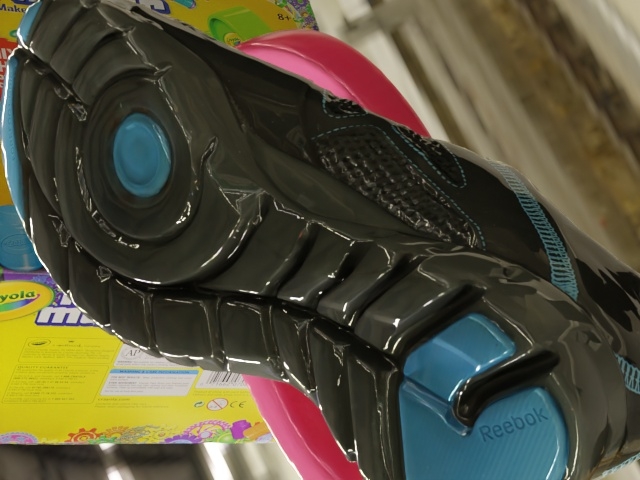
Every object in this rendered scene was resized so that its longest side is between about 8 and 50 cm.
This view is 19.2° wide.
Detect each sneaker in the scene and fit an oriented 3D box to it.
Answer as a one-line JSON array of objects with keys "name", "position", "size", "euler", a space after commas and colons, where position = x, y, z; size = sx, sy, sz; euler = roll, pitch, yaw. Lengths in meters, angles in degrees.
[{"name": "sneaker", "position": [0.000, 0.000, 0.783], "size": [0.341, 0.125, 0.139], "euler": [36, -149, 30]}]

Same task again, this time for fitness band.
[{"name": "fitness band", "position": [0.010, 0.030, 1.011], "size": [0.209, 0.054, 0.291], "euler": [-25, 89, 56]}]

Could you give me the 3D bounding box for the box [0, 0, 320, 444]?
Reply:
[{"name": "box", "position": [-0.138, -0.028, 1.230], "size": [0.177, 0.290, 0.279], "euler": [119, 144, -43]}]
